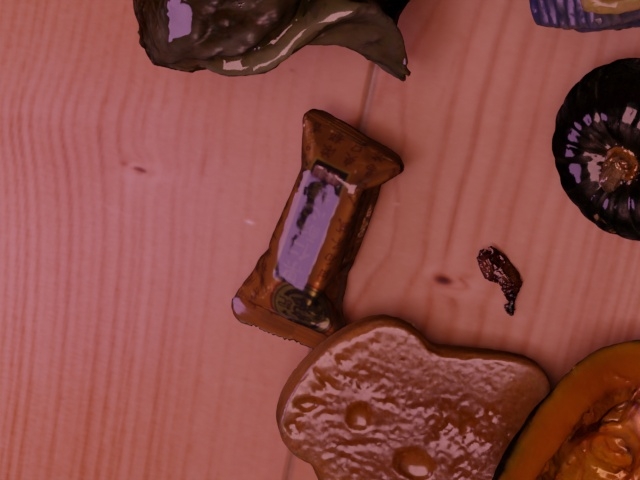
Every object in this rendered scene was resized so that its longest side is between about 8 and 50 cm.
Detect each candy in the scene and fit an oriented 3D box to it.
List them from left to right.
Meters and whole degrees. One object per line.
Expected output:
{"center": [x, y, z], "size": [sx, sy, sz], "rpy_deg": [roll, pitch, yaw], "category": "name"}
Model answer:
{"center": [0.000, 0.000, 1.800], "size": [0.143, 0.101, 0.271], "rpy_deg": [28, 111, 14], "category": "candy"}

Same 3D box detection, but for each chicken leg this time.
{"center": [0.205, 0.043, 1.792], "size": [0.036, 0.021, 0.083], "rpy_deg": [-31, 96, 8], "category": "chicken leg"}

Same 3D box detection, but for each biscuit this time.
{"center": [0.133, 0.225, 1.813], "size": [0.287, 0.057, 0.344], "rpy_deg": [-44, 96, 11], "category": "biscuit"}

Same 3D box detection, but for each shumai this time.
{"center": [-0.017, -0.341, 1.637], "size": [0.348, 0.395, 0.395], "rpy_deg": [0, 101, -8], "category": "shumai"}

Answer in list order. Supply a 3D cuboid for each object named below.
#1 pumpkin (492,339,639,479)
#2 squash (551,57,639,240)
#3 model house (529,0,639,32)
{"center": [0.317, 0.212, 1.746], "size": [0.312, 0.148, 0.169], "rpy_deg": [1, 65, -10], "category": "pumpkin"}
{"center": [0.335, -0.095, 1.665], "size": [0.193, 0.156, 0.193], "rpy_deg": [-5, 81, 33], "category": "squash"}
{"center": [0.312, -0.348, 1.544], "size": [0.261, 0.266, 0.321], "rpy_deg": [-6, 106, 24], "category": "model house"}
